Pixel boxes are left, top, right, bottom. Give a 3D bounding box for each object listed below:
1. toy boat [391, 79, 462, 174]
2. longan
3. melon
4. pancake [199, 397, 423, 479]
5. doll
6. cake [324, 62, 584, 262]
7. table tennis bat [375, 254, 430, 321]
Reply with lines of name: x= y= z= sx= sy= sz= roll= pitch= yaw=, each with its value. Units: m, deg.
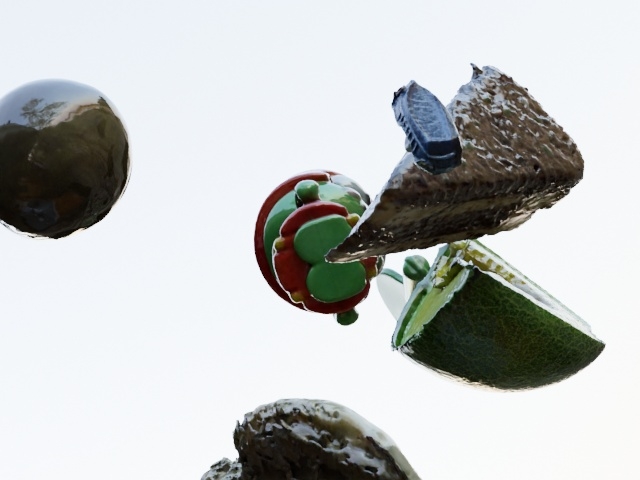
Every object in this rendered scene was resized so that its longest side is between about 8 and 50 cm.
toy boat: x=0.066 y=-0.071 z=0.923 sx=0.038 sy=0.083 sz=0.038 roll=-10 pitch=-44 yaw=-10
longan: x=-0.178 y=-0.052 z=0.928 sx=0.106 sy=0.119 sz=0.106 roll=-16 pitch=-72 yaw=-60
melon: x=0.169 y=0.093 z=1.388 sx=0.129 sy=0.169 sz=0.265 roll=-57 pitch=2 yaw=7
pancake: x=0.008 y=0.348 z=1.613 sx=0.071 sy=0.382 sz=0.382 roll=-23 pitch=-42 yaw=-48
doll: x=0.001 y=0.000 z=1.831 sx=0.160 sy=0.182 sz=0.363 roll=-23 pitch=8 yaw=9
cake: x=0.119 y=-0.032 z=1.160 sx=0.112 sy=0.135 sz=0.246 roll=-50 pitch=1 yaw=36
table tennis bat: x=0.137 y=0.087 z=2.096 sx=0.039 sy=0.160 sz=0.257 roll=-40 pitch=-21 yaw=-15
